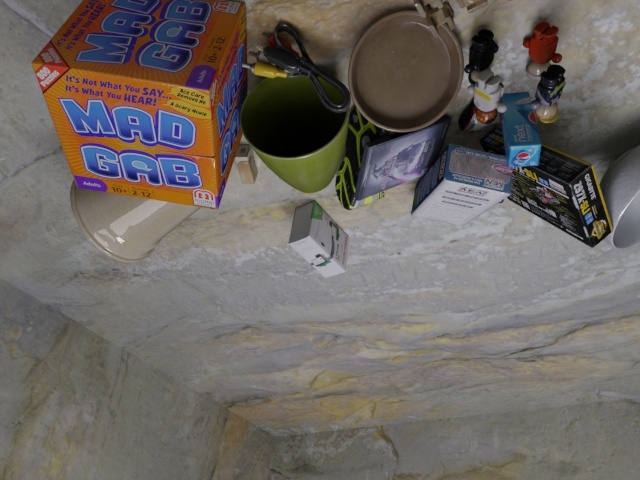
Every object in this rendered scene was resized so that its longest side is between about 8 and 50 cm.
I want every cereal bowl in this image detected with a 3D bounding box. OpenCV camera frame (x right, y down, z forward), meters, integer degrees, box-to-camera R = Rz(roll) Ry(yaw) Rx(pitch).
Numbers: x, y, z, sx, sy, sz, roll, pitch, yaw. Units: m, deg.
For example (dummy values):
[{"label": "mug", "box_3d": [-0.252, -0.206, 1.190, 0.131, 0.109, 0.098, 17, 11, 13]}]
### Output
[{"label": "cereal bowl", "box_3d": [0.855, -0.145, 1.385, 0.339, 0.141, 0.339, -20, 138, -19]}]

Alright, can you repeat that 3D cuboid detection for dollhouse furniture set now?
[{"label": "dollhouse furniture set", "box_3d": [0.274, -0.578, 1.045, 0.212, 0.161, 0.242, -20, 154, 26]}]

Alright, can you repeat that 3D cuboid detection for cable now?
[{"label": "cable", "box_3d": [-0.040, -0.418, 1.267, 0.287, 0.139, 0.072, 30, 173, 0]}]

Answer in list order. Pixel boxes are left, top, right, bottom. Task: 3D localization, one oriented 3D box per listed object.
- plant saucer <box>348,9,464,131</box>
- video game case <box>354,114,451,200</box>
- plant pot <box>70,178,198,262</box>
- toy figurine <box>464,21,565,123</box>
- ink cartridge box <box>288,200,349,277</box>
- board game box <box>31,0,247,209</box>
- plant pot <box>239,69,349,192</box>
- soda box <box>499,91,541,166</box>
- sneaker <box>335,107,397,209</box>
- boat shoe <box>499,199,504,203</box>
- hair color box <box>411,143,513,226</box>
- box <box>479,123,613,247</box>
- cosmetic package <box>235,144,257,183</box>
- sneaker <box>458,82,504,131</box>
[{"label": "plant saucer", "box_3d": [0.202, -0.400, 1.247, 0.277, 0.041, 0.278, -1, 116, -3]}, {"label": "video game case", "box_3d": [0.223, -0.224, 1.423, 0.274, 0.026, 0.196, -24, 148, -24]}, {"label": "plant pot", "box_3d": [-0.524, -0.142, 1.601, 0.305, 0.334, 0.334, -26, 131, 22]}, {"label": "toy figurine", "box_3d": [0.440, -0.369, 1.187, 0.213, 0.210, 0.148, -4, 150, 12]}, {"label": "ink cartridge box", "box_3d": [0.000, 0.000, 1.768, 0.092, 0.160, 0.219, -20, 134, 31]}, {"label": "board game box", "box_3d": [-0.386, -0.344, 1.257, 0.356, 0.356, 0.356, 9, 141, -1]}, {"label": "plant pot", "box_3d": [-0.044, -0.257, 1.408, 0.274, 0.275, 0.293, 1, 156, 10]}, {"label": "soda box", "box_3d": [0.490, -0.277, 1.288, 0.071, 0.210, 0.067, -2, 140, 13]}, {"label": "sneaker", "box_3d": [0.153, -0.254, 1.474, 0.147, 0.145, 0.385, -12, 145, -26]}, {"label": "boat shoe", "box_3d": [0.499, -0.153, 1.507, 0.049, 0.133, 0.042, -40, 132, 22]}, {"label": "hair color box", "box_3d": [0.381, -0.142, 1.450, 0.173, 0.105, 0.347, 12, 168, -2]}, {"label": "box", "box_3d": [0.584, -0.147, 1.362, 0.079, 0.322, 0.257, -41, 128, -1]}, {"label": "cosmetic package", "box_3d": [-0.227, -0.233, 1.603, 0.041, 0.060, 0.115, 2, 142, 9]}, {"label": "sneaker", "box_3d": [0.432, -0.343, 1.353, 0.075, 0.057, 0.161, 7, 143, -25]}]
